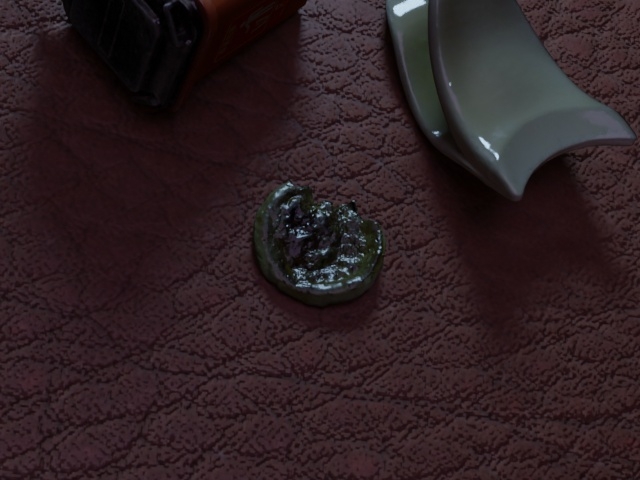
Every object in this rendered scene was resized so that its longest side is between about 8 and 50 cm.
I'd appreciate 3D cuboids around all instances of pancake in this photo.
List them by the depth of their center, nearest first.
[{"bbox_3d":[-0.002,0.006,0.933,0.129,0.022,0.116,16,64,-4],"label":"pancake"}]

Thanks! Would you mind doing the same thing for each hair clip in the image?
[{"bbox_3d":[0.169,-0.173,1.020,0.172,0.113,0.282,-26,82,-24],"label":"hair clip"}]

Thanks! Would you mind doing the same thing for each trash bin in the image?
[{"bbox_3d":[-0.120,-0.263,0.946,0.184,0.161,0.238,47,55,6],"label":"trash bin"}]
